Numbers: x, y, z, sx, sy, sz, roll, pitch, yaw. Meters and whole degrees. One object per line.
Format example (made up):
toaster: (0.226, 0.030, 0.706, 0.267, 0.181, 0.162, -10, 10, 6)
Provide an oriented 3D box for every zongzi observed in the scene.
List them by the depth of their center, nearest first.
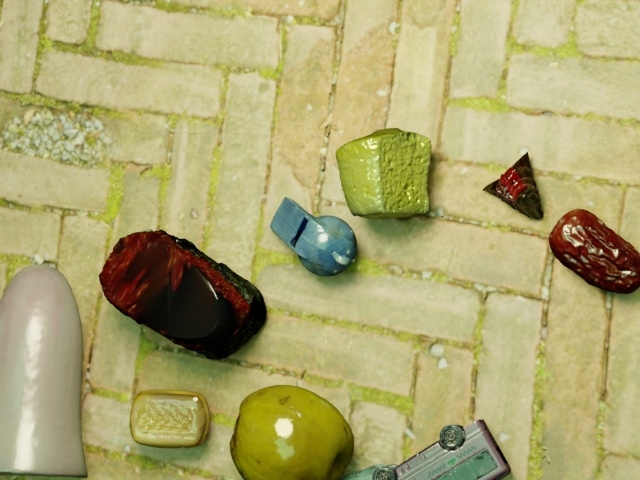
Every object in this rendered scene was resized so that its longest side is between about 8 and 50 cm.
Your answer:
zongzi: (0.247, -0.067, 1.434, 0.073, 0.067, 0.083, -23, 57, 26)

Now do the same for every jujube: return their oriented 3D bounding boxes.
jujube: (0.348, 0.017, 1.374, 0.129, 0.077, 0.077, 36, 95, 8)

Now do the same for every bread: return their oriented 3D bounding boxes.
bread: (0.082, -0.086, 1.450, 0.111, 0.129, 0.114, -11, 83, 55)
bread: (-0.207, 0.248, 1.533, 0.115, 0.056, 0.082, -4, 82, 11)

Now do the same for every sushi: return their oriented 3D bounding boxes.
sushi: (-0.187, 0.075, 1.518, 0.225, 0.126, 0.136, 29, 94, 25)

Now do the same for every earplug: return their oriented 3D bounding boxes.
earplug: (-0.406, 0.182, 1.561, 0.172, 0.172, 0.301, -2, 77, 18)

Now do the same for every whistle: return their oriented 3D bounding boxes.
whistle: (0.000, 0.000, 1.493, 0.090, 0.090, 0.158, -55, 32, 5)

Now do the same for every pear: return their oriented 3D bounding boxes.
pear: (-0.042, 0.264, 1.429, 0.162, 0.149, 0.149, 20, 90, 15)

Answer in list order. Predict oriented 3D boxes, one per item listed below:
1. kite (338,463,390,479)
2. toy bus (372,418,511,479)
kite: (0.092, 0.416, 1.433, 0.141, 0.015, 0.245, -10, 77, 18)
toy bus: (0.147, 0.302, 1.387, 0.178, 0.087, 0.098, -33, 76, 6)
